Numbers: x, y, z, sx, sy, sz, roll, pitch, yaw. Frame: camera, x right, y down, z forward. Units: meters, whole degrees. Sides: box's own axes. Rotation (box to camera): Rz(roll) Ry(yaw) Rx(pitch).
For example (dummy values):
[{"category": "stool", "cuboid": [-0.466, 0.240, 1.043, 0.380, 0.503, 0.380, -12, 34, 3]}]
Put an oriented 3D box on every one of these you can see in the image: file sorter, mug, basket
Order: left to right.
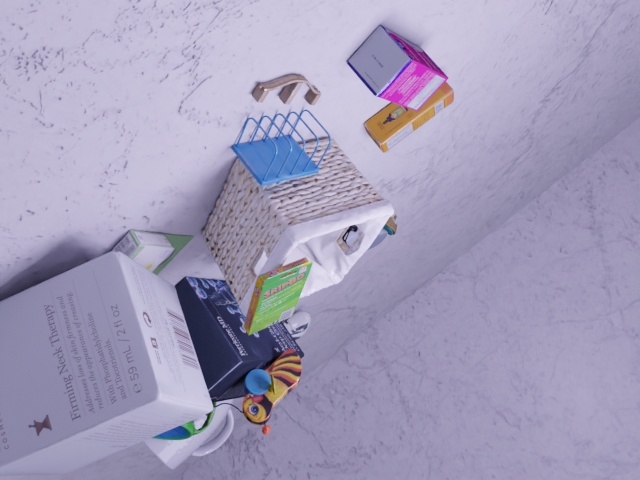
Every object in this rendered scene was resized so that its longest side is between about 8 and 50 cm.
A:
[{"category": "mug", "cuboid": [-0.443, 0.596, 2.476, 0.328, 0.276, 0.374, -41, 126, -15]}, {"category": "file sorter", "cuboid": [-0.079, -0.208, 1.561, 0.170, 0.118, 0.104, -18, 151, -42]}, {"category": "basket", "cuboid": [-0.070, -0.035, 1.747, 0.331, 0.266, 0.328, -20, 155, -40]}]

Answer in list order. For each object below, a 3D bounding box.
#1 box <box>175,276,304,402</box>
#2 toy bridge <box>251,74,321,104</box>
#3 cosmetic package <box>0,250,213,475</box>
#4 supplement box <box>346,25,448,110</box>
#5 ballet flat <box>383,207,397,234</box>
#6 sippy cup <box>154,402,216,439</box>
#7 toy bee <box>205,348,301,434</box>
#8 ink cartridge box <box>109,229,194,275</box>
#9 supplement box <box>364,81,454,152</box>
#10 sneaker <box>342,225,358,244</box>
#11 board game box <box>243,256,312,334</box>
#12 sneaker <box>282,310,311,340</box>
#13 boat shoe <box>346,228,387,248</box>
[{"category": "box", "cuboid": [-0.278, 0.288, 2.100, 0.212, 0.293, 0.395, -42, 160, 15]}, {"category": "toy bridge", "cuboid": [-0.061, -0.312, 1.486, 0.188, 0.026, 0.063, -10, 145, -51]}, {"category": "cosmetic package", "cuboid": [-0.500, 0.279, 1.549, 0.394, 0.329, 0.327, -24, 160, 3]}, {"category": "supplement box", "cuboid": [0.176, -0.377, 1.605, 0.114, 0.111, 0.220, -45, 159, 22]}, {"category": "ballet flat", "cuboid": [0.231, -0.075, 2.450, 0.073, 0.080, 0.232, -52, 162, -1]}, {"category": "sippy cup", "cuboid": [-0.484, 0.472, 2.224, 0.240, 0.224, 0.305, -7, 146, 22]}, {"category": "toy bee", "cuboid": [-0.156, 0.440, 1.972, 0.298, 0.162, 0.195, -37, 162, 0]}, {"category": "ink cartridge box", "cuboid": [-0.410, 0.054, 1.703, 0.171, 0.056, 0.235, -43, 157, 18]}, {"category": "supplement box", "cuboid": [0.229, -0.329, 1.856, 0.233, 0.078, 0.080, -35, 164, 0]}, {"category": "sneaker", "cuboid": [0.000, 0.000, 2.143, 0.276, 0.135, 0.098, -40, 162, 13]}, {"category": "board game box", "cuboid": [-0.098, 0.124, 1.628, 0.124, 0.039, 0.259, -22, 157, -26]}, {"category": "sneaker", "cuboid": [-0.148, 0.353, 2.759, 0.235, 0.094, 0.153, -30, 171, 12]}, {"category": "boat shoe", "cuboid": [0.116, -0.029, 2.317, 0.113, 0.105, 0.306, -51, 163, 26]}]
